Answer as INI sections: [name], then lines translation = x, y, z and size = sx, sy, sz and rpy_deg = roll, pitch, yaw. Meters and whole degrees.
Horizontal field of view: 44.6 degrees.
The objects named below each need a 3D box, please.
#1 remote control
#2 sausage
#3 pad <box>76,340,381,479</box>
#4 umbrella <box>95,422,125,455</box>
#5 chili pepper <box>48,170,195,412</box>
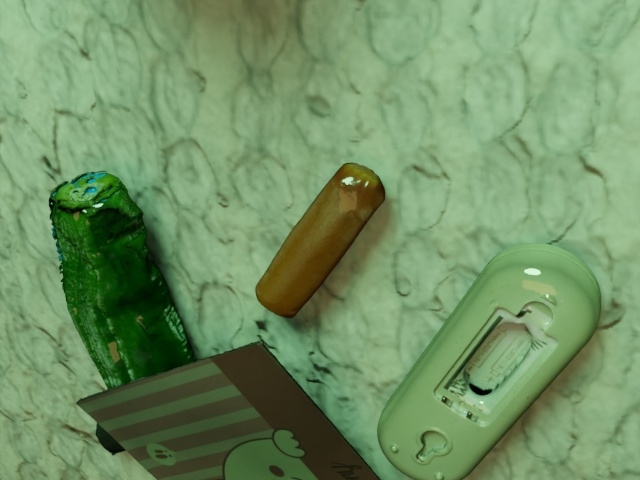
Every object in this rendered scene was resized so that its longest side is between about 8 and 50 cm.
[remote control]
translation = 0.107, 0.093, 0.531
size = 0.078, 0.042, 0.221
rpy_deg = 31, 124, 4
[sausage]
translation = 0.000, 0.000, 0.527
size = 0.039, 0.041, 0.131
rpy_deg = 40, 125, 5
[pad]
translation = -0.038, 0.208, 0.642
size = 0.202, 0.005, 0.300
rpy_deg = -21, 118, 30
[umbrella]
translation = -0.142, 0.162, 0.683
size = 0.133, 0.031, 0.036
rpy_deg = -19, 136, 30
[chili pepper]
translation = -0.152, 0.053, 0.609
size = 0.098, 0.061, 0.224
rpy_deg = 1, 123, 23
